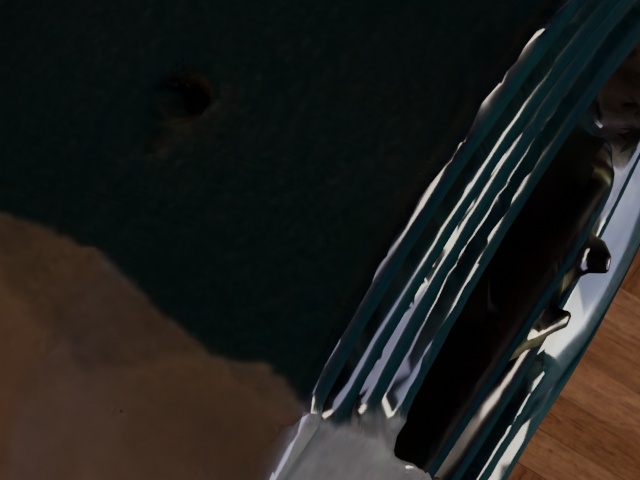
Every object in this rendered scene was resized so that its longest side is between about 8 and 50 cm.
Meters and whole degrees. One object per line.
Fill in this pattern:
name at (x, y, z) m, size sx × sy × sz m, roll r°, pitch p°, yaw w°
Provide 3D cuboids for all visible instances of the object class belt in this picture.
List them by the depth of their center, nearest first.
belt at (0.000, -0.001, 0.638) m, size 0.436 × 0.173 × 0.300 m, roll -54°, pitch 160°, yaw -42°
